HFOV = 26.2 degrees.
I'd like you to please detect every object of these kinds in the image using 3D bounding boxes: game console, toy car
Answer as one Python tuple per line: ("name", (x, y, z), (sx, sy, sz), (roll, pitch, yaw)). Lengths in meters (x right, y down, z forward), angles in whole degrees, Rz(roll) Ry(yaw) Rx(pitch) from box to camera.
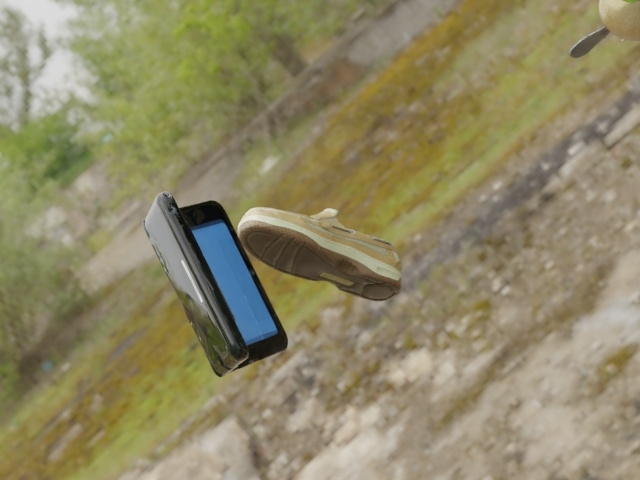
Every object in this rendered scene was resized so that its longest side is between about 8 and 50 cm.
("game console", (-0.064, 0.023, 0.935), (0.071, 0.122, 0.107), (-25, -7, -21))
("toy car", (0.336, -0.276, 1.482), (0.155, 0.149, 0.188), (-20, -27, -26))

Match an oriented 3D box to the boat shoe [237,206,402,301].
("boat shoe", (0.000, 0.000, 1.388), (0.068, 0.190, 0.072), (-30, 45, 45))
